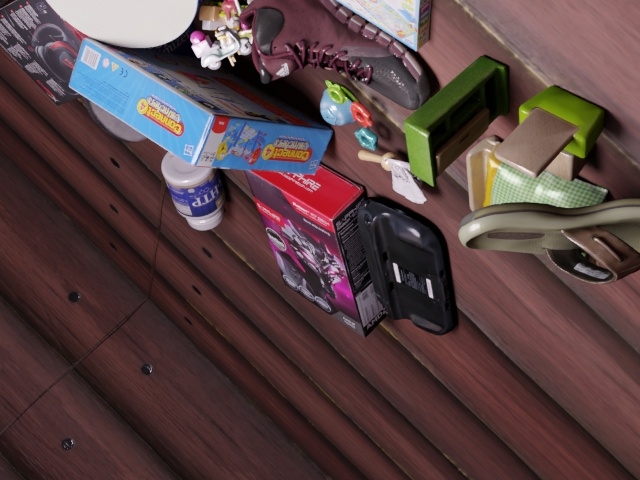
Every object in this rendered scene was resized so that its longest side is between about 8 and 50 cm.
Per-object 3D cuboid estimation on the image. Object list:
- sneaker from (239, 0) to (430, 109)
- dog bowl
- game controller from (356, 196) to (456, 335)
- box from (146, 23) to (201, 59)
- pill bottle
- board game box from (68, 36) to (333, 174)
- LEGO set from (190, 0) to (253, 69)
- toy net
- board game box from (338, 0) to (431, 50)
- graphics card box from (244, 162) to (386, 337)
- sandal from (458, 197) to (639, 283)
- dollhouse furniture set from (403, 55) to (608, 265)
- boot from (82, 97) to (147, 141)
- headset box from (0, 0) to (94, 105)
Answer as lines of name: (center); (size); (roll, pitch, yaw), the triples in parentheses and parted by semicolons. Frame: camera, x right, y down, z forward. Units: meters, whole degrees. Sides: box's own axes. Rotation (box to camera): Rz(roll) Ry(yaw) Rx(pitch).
sneaker: (0.003, -0.242, 1.477); (0.281, 0.162, 0.106); (42, 158, 12)
dog bowl: (-0.296, -0.422, 1.625); (0.265, 0.104, 0.264); (9, 141, 7)
game controller: (0.154, 0.051, 1.886); (0.167, 0.067, 0.319); (18, 148, 25)
box: (-0.281, -0.347, 1.853); (0.036, 0.136, 0.225); (29, 153, 39)
pill bottle: (-0.261, -0.109, 2.277); (0.112, 0.112, 0.186); (34, 156, 28)
board game box: (-0.189, -0.213, 1.743); (0.308, 0.086, 0.302); (33, -161, 32)
LEGO set: (-0.131, -0.353, 1.605); (0.287, 0.132, 0.107); (-103, -6, -64)
toy net: (0.091, -0.154, 1.642); (0.232, 0.045, 0.122); (44, 157, 1)
board game box: (0.075, -0.322, 1.390); (0.154, 0.026, 0.103); (37, 157, 22)
graphics card box: (0.000, 0.000, 2.015); (0.233, 0.094, 0.371); (32, 155, 32)
sandal: (0.317, 0.011, 1.286); (0.303, 0.086, 0.120); (-1, 155, 4)
dollhouse furniture set: (0.243, -0.054, 1.384); (0.198, 0.151, 0.301); (33, 155, 31)
boot: (-0.382, -0.309, 2.158); (0.223, 0.118, 0.338); (14, 151, 38)
headset box: (-0.445, -0.377, 1.938); (0.293, 0.110, 0.218); (-8, 132, 48)
